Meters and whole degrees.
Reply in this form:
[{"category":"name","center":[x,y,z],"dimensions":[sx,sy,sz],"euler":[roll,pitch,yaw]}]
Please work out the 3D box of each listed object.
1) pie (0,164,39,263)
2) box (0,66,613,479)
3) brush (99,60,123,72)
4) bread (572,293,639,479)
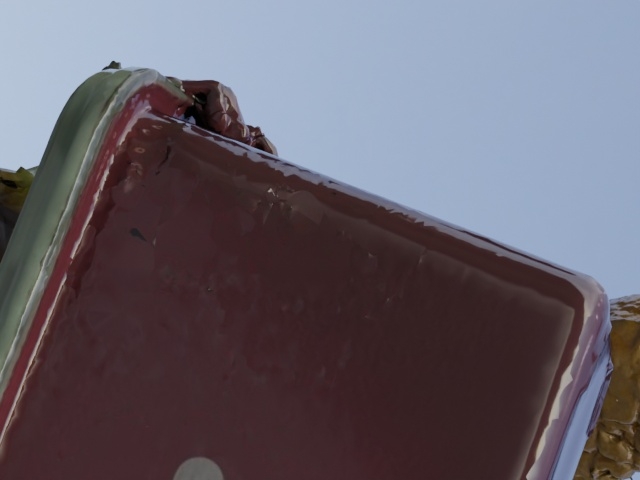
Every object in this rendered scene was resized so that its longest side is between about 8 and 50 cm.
[{"category":"pie","center":[-0.142,0.084,1.000],"dimensions":[0.288,0.103,0.355],"euler":[7,-54,54]},{"category":"box","center":[-0.023,0.112,0.544],"dimensions":[0.193,0.167,0.294],"euler":[51,58,-77]},{"category":"brush","center":[0.000,0.000,0.755],"dimensions":[0.043,0.248,0.036],"euler":[-36,-154,39]},{"category":"bread","center":[0.267,0.129,1.567],"dimensions":[0.229,0.143,0.139],"euler":[-31,-83,33]}]
